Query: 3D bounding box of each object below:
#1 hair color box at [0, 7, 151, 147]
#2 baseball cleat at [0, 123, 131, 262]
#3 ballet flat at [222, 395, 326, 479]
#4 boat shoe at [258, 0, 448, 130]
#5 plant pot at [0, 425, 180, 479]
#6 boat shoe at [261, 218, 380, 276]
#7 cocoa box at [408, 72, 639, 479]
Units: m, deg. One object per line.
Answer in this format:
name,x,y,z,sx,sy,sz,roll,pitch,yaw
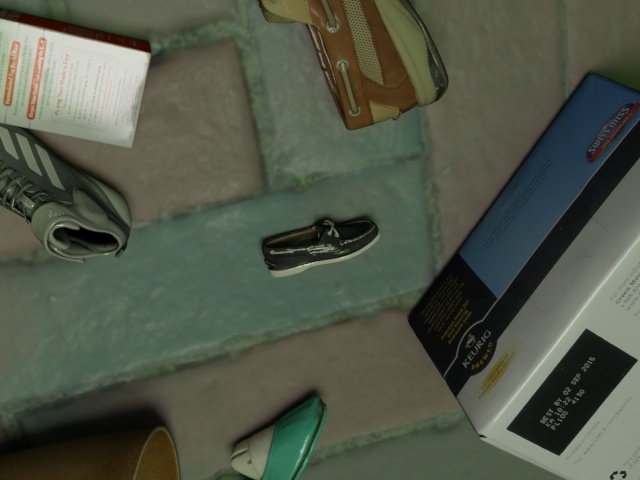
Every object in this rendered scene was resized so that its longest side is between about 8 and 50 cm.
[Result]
hair color box,-0.244,-0.148,0.759,0.167,0.053,0.093,10,111,-18
baseball cleat,-0.264,-0.049,0.765,0.205,0.109,0.072,25,110,-19
ballet flat,-0.072,0.281,0.970,0.087,0.083,0.247,19,106,-5
boat shoe,-0.003,-0.234,0.743,0.119,0.122,0.324,-31,115,4
plant pot,-0.291,0.307,0.867,0.254,0.237,0.237,1,113,3
boat shoe,0.000,0.000,0.885,0.125,0.046,0.038,-17,120,3
cocoa box,0.300,0.048,0.872,0.231,0.228,0.347,30,103,-23
